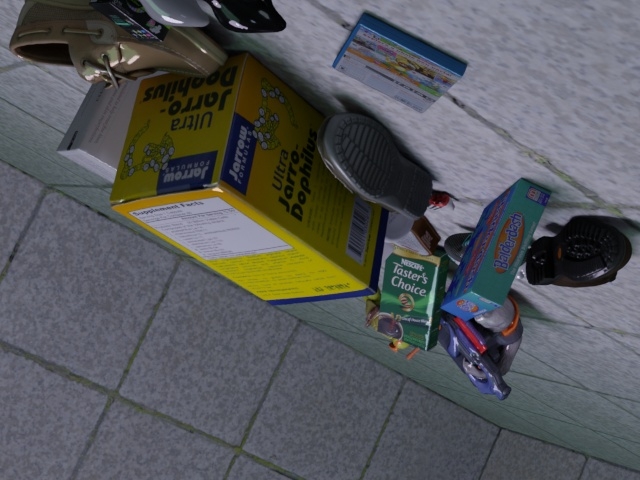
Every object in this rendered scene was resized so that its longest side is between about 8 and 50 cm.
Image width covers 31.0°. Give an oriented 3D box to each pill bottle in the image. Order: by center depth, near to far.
[{"bbox_3d":[0.064,-0.049,1.781,0.087,0.087,0.160,33,168,-38],"label":"pill bottle"}]

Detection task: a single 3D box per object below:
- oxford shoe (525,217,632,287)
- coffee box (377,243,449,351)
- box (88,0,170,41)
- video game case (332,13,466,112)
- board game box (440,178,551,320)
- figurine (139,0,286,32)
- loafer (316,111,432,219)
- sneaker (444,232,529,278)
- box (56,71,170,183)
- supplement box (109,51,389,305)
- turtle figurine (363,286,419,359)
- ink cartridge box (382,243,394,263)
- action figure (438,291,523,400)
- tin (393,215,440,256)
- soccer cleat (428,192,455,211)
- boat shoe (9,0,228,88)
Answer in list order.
[{"bbox_3d":[0.356,0.019,1.508,0.096,0.083,0.227,7,174,-12],"label":"oxford shoe"},{"bbox_3d":[0.162,0.092,2.041,0.113,0.184,0.040,21,-154,31],"label":"coffee box"},{"bbox_3d":[-0.213,-0.277,1.341,0.083,0.062,0.052,33,166,-39],"label":"box"},{"bbox_3d":[0.080,-0.186,1.239,0.119,0.015,0.166,27,170,-5],"label":"video game case"},{"bbox_3d":[0.226,0.017,1.521,0.047,0.160,0.210,26,169,-1],"label":"board game box"},{"bbox_3d":[-0.167,-0.275,1.199,0.214,0.092,0.209,16,171,46],"label":"figurine"},{"bbox_3d":[0.059,-0.094,1.537,0.087,0.094,0.251,12,165,36],"label":"loafer"},{"bbox_3d":[0.248,0.003,1.731,0.166,0.065,0.076,10,146,46],"label":"sneaker"},{"bbox_3d":[-0.252,-0.165,1.674,0.182,0.181,0.119,30,168,-26],"label":"box"},{"bbox_3d":[-0.081,-0.070,1.581,0.194,0.195,0.356,-8,152,35],"label":"supplement box"},{"bbox_3d":[0.118,0.135,2.236,0.217,0.087,0.269,57,175,22],"label":"turtle figurine"},{"bbox_3d":[0.021,-0.009,1.903,0.181,0.104,0.061,41,177,-3],"label":"ink cartridge box"},{"bbox_3d":[0.273,0.131,2.186,0.341,0.178,0.330,54,165,6],"label":"action figure"},{"bbox_3d":[0.133,-0.023,1.904,0.106,0.040,0.189,25,171,27],"label":"tin"},{"bbox_3d":[0.158,-0.057,1.680,0.083,0.029,0.035,9,158,43],"label":"soccer cleat"},{"bbox_3d":[-0.264,-0.246,1.488,0.341,0.110,0.121,18,168,36],"label":"boat shoe"}]
